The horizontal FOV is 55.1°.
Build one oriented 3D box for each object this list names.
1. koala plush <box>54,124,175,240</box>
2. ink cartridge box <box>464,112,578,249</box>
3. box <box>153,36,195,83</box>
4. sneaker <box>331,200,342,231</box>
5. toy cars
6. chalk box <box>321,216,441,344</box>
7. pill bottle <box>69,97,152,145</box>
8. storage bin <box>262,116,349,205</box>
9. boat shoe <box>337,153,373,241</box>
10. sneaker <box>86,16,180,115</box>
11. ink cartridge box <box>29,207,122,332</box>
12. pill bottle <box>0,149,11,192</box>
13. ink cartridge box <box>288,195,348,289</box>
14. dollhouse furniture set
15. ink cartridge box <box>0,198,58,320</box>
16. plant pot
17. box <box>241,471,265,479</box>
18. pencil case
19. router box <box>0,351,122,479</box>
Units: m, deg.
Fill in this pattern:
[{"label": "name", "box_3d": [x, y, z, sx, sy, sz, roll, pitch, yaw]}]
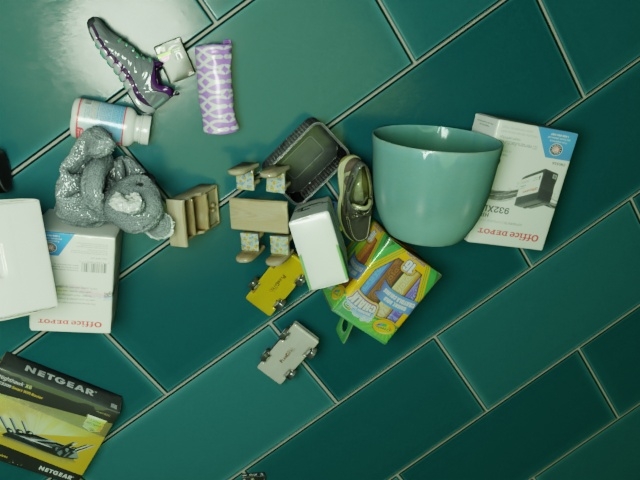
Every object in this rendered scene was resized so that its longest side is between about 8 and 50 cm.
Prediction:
[{"label": "koala plush", "box_3d": [-0.410, -0.084, 1.261, 0.221, 0.196, 0.203, 28, 77, 21]}, {"label": "ink cartridge box", "box_3d": [0.476, -0.145, 1.545, 0.223, 0.129, 0.307, 6, 107, -16]}, {"label": "box", "box_3d": [-0.315, -0.390, 1.330, 0.062, 0.052, 0.083, -22, 113, -3]}, {"label": "sneaker", "box_3d": [-0.005, -0.003, 1.529, 0.082, 0.069, 0.209, 24, 101, -12]}, {"label": "toy cars", "box_3d": [-0.087, 0.186, 1.563, 0.177, 0.087, 0.393, 1, 114, 15]}, {"label": "chalk box", "box_3d": [0.122, 0.122, 1.537, 0.179, 0.180, 0.289, 36, 97, -21]}, {"label": "pill bottle", "box_3d": [-0.452, -0.252, 1.331, 0.160, 0.087, 0.087, 8, 107, -14]}, {"label": "storage bin", "box_3d": [-0.036, -0.187, 1.445, 0.180, 0.084, 0.122, -44, 112, 6]}, {"label": "boat shoe", "box_3d": [0.086, -0.088, 1.439, 0.080, 0.073, 0.223, -16, 120, -18]}, {"label": "sneaker", "box_3d": [-0.391, -0.381, 1.293, 0.098, 0.083, 0.223, -31, 106, 4]}, {"label": "ink cartridge box", "box_3d": [-0.544, 0.068, 1.380, 0.171, 0.168, 0.232, 6, 108, -13]}, {"label": "pill bottle", "box_3d": [-0.778, -0.134, 1.284, 0.219, 0.123, 0.122, -8, 111, -10]}, {"label": "ink cartridge box", "box_3d": [0.000, 0.000, 1.384, 0.093, 0.219, 0.160, -16, 101, 4]}, {"label": "dollhouse furniture set", "box_3d": [-0.193, -0.053, 1.363, 0.242, 0.161, 0.212, 5, 111, 18]}, {"label": "ink cartridge box", "box_3d": [-0.667, 0.050, 1.244, 0.131, 0.306, 0.226, -12, 92, -46]}, {"label": "plant pot", "box_3d": [0.256, -0.124, 1.423, 0.293, 0.293, 0.235, -2, 112, -12]}, {"label": "box", "box_3d": [-0.194, 0.706, 1.761, 0.067, 0.018, 0.083, 1, 109, -13]}, {"label": "pencil case", "box_3d": [-0.224, -0.333, 1.355, 0.088, 0.086, 0.206, -23, 120, -41]}, {"label": "router box", "box_3d": [-0.694, 0.448, 1.529, 0.309, 0.081, 0.242, 28, 101, -20]}]
